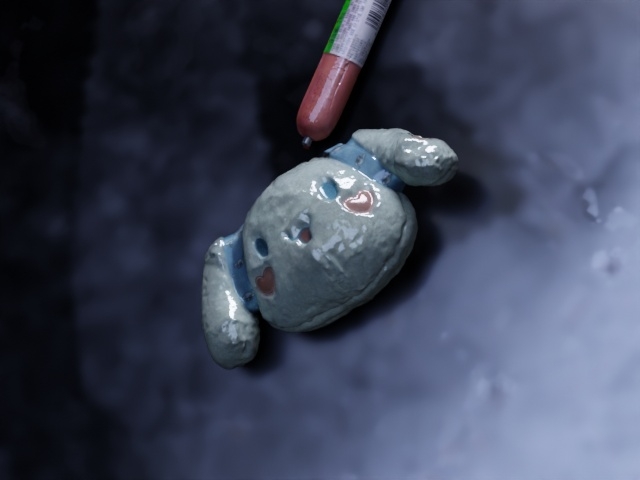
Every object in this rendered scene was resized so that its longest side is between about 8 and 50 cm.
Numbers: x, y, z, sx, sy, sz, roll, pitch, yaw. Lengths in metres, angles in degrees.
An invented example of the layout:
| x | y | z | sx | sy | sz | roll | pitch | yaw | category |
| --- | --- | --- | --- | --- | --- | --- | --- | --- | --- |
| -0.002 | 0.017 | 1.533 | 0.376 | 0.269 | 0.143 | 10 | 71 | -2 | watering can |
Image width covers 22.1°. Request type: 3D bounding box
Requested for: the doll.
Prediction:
| x | y | z | sx | sy | sz | roll | pitch | yaw | category |
| --- | --- | --- | --- | --- | --- | --- | --- | --- | --- |
| 0.000 | 0.000 | 1.080 | 0.214 | 0.071 | 0.103 | -41 | 60 | 14 | doll |

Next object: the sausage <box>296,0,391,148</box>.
| x | y | z | sx | sy | sz | roll | pitch | yaw | category |
| --- | --- | --- | --- | --- | --- | --- | --- | --- | --- |
| 0.033 | -0.165 | 1.128 | 0.029 | 0.029 | 0.223 | 22 | 85 | 22 | sausage |
